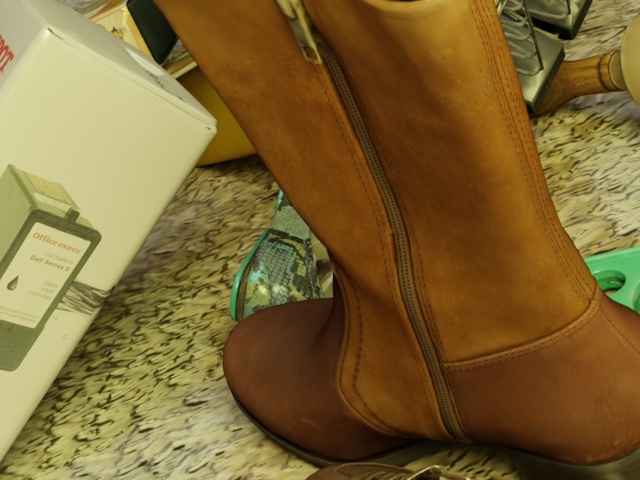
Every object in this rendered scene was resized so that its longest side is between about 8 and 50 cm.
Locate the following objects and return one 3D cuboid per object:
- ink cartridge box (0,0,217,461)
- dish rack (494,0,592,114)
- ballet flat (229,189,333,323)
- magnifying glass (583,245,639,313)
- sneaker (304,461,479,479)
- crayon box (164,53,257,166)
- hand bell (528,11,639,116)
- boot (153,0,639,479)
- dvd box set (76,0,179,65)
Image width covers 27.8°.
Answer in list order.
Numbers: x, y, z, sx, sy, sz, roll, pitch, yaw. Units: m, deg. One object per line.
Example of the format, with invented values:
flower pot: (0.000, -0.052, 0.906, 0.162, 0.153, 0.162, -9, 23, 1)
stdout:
ink cartridge box: (-0.200, -0.005, 0.753, 0.273, 0.114, 0.198, -56, 29, 6)
dish rack: (0.076, -0.104, 0.664, 0.074, 0.271, 0.208, 25, 87, 16)
ballet flat: (-0.005, 0.001, 0.789, 0.070, 0.070, 0.188, -13, 29, 20)
magnifying glass: (0.138, 0.025, 0.664, 0.231, 0.026, 0.092, 1, 37, 40)
sneaker: (0.049, 0.116, 0.525, 0.066, 0.071, 0.188, -40, 32, -27)
crayon box: (0.005, -0.150, 0.952, 0.323, 0.083, 0.203, -35, 13, -21)
hand bell: (0.176, -0.104, 0.804, 0.126, 0.126, 0.242, -42, 21, -30)
boot: (0.000, 0.000, 0.534, 0.264, 0.280, 0.096, 14, 60, 46)
dvd box set: (-0.322, -0.108, 1.119, 0.420, 0.062, 0.308, -25, 16, 5)
